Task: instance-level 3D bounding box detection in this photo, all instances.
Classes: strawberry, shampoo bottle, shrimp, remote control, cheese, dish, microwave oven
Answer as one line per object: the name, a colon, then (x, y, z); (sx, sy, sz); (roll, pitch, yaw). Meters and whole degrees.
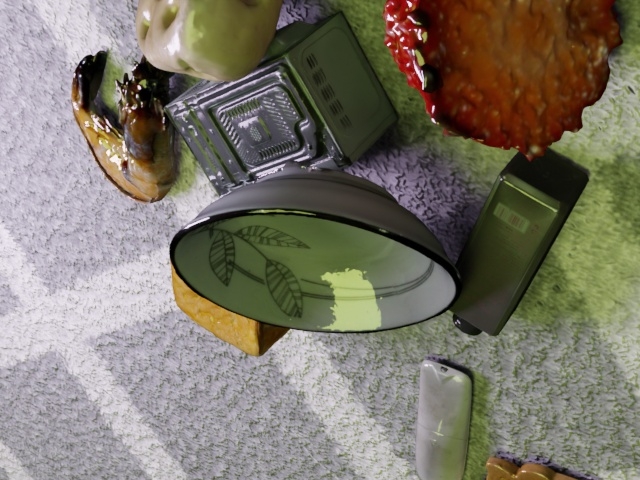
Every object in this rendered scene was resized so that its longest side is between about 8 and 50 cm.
strawberry: (0.142, -0.186, 0.949); (0.233, 0.234, 0.178); (62, 161, -19)
shampoo bottle: (0.201, 0.014, 1.126); (0.080, 0.079, 0.246); (33, 136, 14)
shrimp: (-0.258, -0.170, 1.347); (0.178, 0.075, 0.289); (33, 149, 16)
remote control: (0.156, 0.254, 1.374); (0.073, 0.044, 0.229); (22, 133, 26)
cheese: (-0.109, -0.261, 1.056); (0.117, 0.217, 0.235); (10, 152, -26)
dish: (0.000, 0.000, 1.129); (0.317, 0.106, 0.316); (7, 154, 3)
microwave oven: (-0.048, -0.143, 1.161); (0.208, 0.122, 0.162); (-15, 113, 43)

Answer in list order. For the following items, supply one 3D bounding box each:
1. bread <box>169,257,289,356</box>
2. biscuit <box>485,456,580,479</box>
bread: (-0.095, 0.044, 1.327); (0.143, 0.149, 0.158); (29, 135, 20)
biscuit: (0.292, 0.347, 1.352); (0.250, 0.035, 0.162); (-7, 123, 41)
